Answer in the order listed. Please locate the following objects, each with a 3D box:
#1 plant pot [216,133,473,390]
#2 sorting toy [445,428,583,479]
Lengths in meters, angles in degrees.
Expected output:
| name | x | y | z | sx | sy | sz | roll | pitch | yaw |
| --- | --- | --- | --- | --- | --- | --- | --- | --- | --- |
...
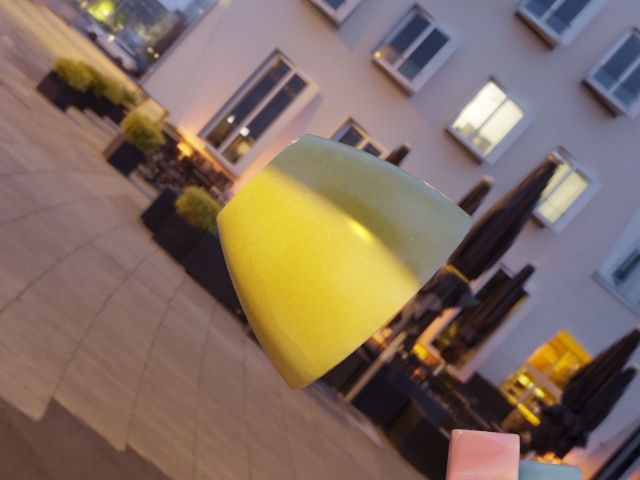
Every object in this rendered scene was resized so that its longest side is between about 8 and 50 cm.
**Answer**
| name | x | y | z | sx | sy | sz | roll | pitch | yaw |
| --- | --- | --- | --- | --- | --- | --- | --- | --- | --- |
| plant pot | 0.000 | 0.000 | 0.483 | 0.095 | 0.134 | 0.134 | 46 | 1 | -1 |
| sorting toy | 0.138 | 0.231 | 0.516 | 0.126 | 0.127 | 0.365 | 3 | -45 | 13 |
